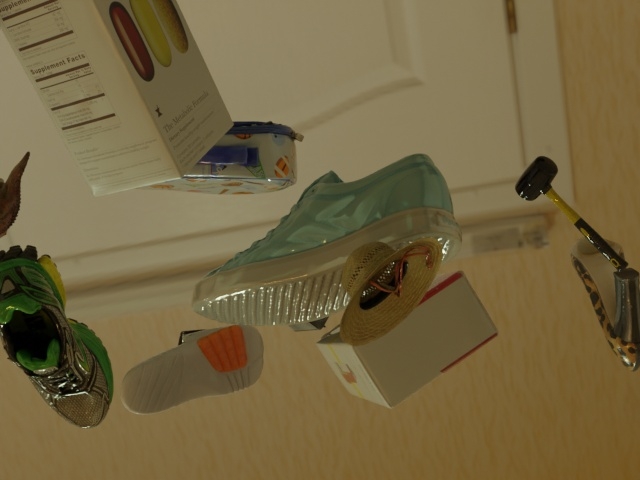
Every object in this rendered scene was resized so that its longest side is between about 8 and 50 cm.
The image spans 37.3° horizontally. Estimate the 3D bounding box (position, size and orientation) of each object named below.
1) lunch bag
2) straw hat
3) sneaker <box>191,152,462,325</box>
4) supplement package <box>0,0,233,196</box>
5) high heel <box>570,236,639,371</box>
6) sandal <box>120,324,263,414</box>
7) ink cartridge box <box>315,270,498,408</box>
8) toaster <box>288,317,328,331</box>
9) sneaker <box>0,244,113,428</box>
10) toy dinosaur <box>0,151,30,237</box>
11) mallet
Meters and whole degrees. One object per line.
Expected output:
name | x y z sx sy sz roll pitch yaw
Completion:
lunch bag | -0.177 -0.138 1.552 0.303 0.115 0.243 -1 179 2
straw hat | 0.058 0.037 0.997 0.144 0.144 0.061 -25 -126 -32
sneaker | 0.000 0.000 1.175 0.366 0.135 0.150 -18 -124 22
supplement package | -0.225 -0.193 1.048 0.133 0.244 0.139 -10 -152 30
high heel | 0.501 0.105 1.663 0.093 0.186 0.261 -11 -161 0
sandal | -0.188 0.173 1.337 0.076 0.102 0.265 9 -168 40
ink cartridge box | 0.174 0.210 2.049 0.279 0.160 0.384 -33 -178 -12
toaster | -0.031 0.133 2.355 0.168 0.110 0.185 -58 -162 -20
sneaker | -0.425 0.181 1.470 0.134 0.344 0.146 -19 -143 1
toy dinosaur | -0.582 -0.024 1.533 0.295 0.127 0.200 -25 -127 -11
mallet | 0.340 -0.027 1.292 0.039 0.190 0.062 -29 168 -39
